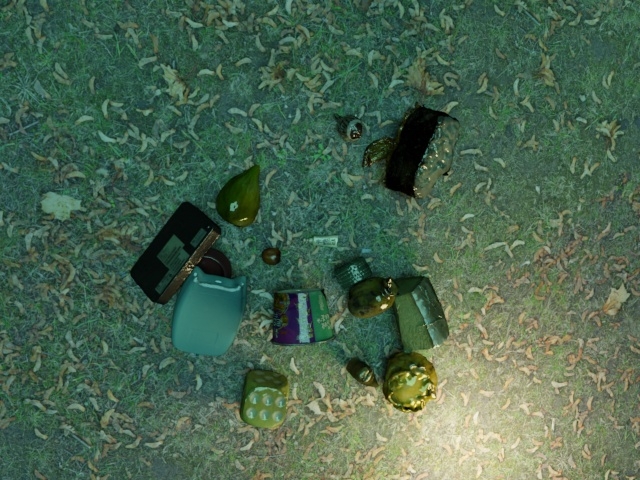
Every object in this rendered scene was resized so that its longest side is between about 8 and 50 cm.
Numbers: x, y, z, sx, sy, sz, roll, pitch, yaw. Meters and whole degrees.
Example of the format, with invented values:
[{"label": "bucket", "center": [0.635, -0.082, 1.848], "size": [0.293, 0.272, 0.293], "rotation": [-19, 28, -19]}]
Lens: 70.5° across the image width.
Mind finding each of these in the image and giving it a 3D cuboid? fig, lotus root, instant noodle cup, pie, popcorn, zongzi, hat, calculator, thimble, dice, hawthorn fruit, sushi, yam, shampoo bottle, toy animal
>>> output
[{"label": "fig", "center": [-0.303, -0.161, 1.665], "size": [0.167, 0.167, 0.233], "rotation": [3, 73, -10]}, {"label": "lotus root", "center": [0.214, 0.212, 1.743], "size": [0.154, 0.278, 0.153], "rotation": [20, 52, -28]}, {"label": "instant noodle cup", "center": [-0.072, 0.281, 1.718], "size": [0.252, 0.251, 0.189], "rotation": [-4, 88, -9]}, {"label": "pie", "center": [0.241, -0.359, 1.792], "size": [0.191, 0.033, 0.088], "rotation": [-24, 93, -8]}, {"label": "popcorn", "center": [0.369, 0.577, 1.841], "size": [0.251, 0.190, 0.249], "rotation": [-3, 107, -11]}, {"label": "zongzi", "center": [0.197, 0.561, 1.824], "size": [0.176, 0.160, 0.078], "rotation": [44, 84, -10]}, {"label": "hat", "center": [-0.436, 0.114, 1.700], "size": [0.206, 0.089, 0.205], "rotation": [-3, 110, -9]}, {"label": "calculator", "center": [-0.422, 0.288, 1.702], "size": [0.256, 0.054, 0.386], "rotation": [14, 114, -16]}, {"label": "thimble", "center": [0.128, 0.127, 1.782], "size": [0.135, 0.118, 0.090], "rotation": [-29, 85, 11]}, {"label": "dice", "center": [-0.218, 0.610, 1.754], "size": [0.169, 0.169, 0.166], "rotation": [10, 94, -10]}, {"label": "hawthorn fruit", "center": [-0.189, 0.061, 1.751], "size": [0.077, 0.077, 0.077], "rotation": [-1, 97, -9]}, {"label": "sushi", "center": [0.387, -0.330, 1.732], "size": [0.234, 0.208, 0.348], "rotation": [22, 94, -51]}, {"label": "yam", "center": [0.387, 0.279, 1.809], "size": [0.201, 0.203, 0.271], "rotation": [-37, 105, -48]}, {"label": "shampoo bottle", "center": [0.000, 0.000, 1.791], "size": [0.141, 0.034, 0.048], "rotation": [3, 103, -9]}, {"label": "toy animal", "center": [0.106, -0.441, 1.728], "size": [0.137, 0.098, 0.098], "rotation": [44, 88, -11]}]

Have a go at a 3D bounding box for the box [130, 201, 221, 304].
[{"label": "box", "center": [-0.527, 0.041, 1.636], "size": [0.211, 0.058, 0.350], "rotation": [36, 89, 31]}]
